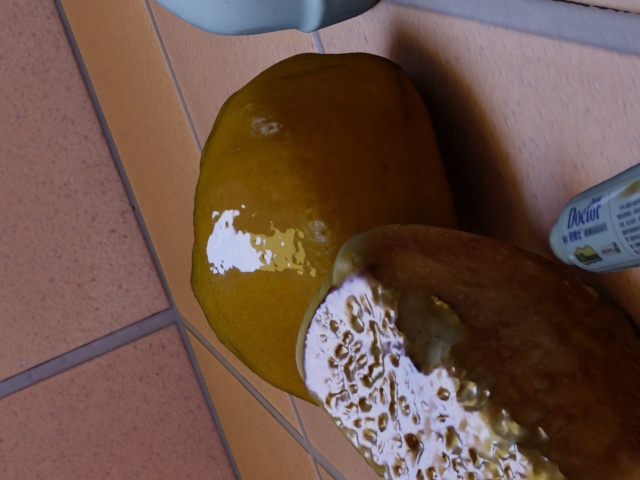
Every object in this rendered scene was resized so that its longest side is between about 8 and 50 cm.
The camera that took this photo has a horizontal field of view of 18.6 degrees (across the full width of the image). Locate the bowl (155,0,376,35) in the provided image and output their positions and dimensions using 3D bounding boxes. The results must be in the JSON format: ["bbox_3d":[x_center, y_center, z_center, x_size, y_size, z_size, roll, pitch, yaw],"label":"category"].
[{"bbox_3d":[-0.087,-0.274,1.351,0.307,0.163,0.307,156,90,-81],"label":"bowl"}]

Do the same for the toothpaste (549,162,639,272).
[{"bbox_3d":[0.168,-0.012,0.990,0.255,0.037,0.067,152,101,-75],"label":"toothpaste"}]

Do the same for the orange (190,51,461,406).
[{"bbox_3d":[0.000,0.000,1.322,0.249,0.183,0.249,164,90,-89],"label":"orange"}]

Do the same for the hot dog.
[{"bbox_3d":[0.113,0.099,1.148,0.256,0.153,0.150,47,131,30],"label":"hot dog"}]
